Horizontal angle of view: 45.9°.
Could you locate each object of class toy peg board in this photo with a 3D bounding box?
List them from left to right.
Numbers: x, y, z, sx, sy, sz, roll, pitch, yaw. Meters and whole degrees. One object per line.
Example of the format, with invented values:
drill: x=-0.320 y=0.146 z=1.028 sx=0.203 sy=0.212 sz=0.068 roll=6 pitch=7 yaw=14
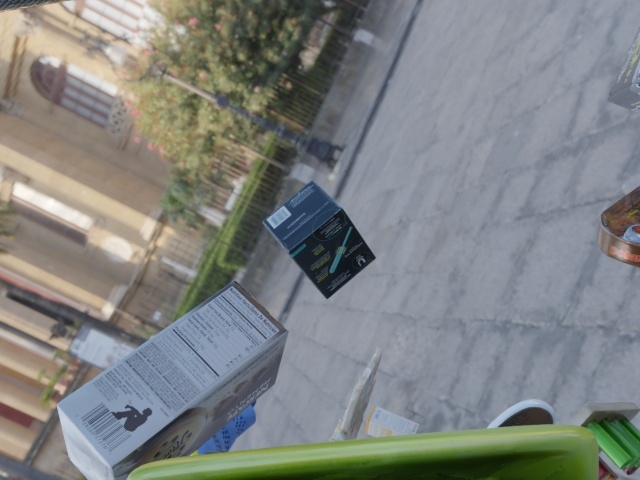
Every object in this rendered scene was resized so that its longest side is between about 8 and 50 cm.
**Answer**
toy peg board: x=0.367 y=0.302 z=1.017 sx=0.160 sy=0.161 sz=0.079 roll=-56 pitch=49 yaw=20

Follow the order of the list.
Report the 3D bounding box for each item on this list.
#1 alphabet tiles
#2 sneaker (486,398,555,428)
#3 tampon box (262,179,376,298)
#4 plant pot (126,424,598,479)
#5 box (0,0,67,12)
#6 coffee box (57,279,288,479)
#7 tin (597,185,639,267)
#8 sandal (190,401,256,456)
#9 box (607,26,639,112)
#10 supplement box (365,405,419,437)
alphabet tiles: x=0.027 y=0.297 z=1.075 sx=0.284 sy=0.021 sz=0.277 roll=-39 pitch=-33 yaw=-69
sneaker: x=0.347 y=0.377 z=1.436 sx=0.290 sy=0.106 sz=0.123 roll=-64 pitch=-1 yaw=35
tampon box: x=0.000 y=0.000 z=1.336 sx=0.120 sy=0.161 sz=0.101 roll=-39 pitch=46 yaw=-3
plant pot: x=0.026 y=0.197 z=0.270 sx=0.207 sy=0.227 sz=0.228 roll=-101 pitch=7 yaw=-71
box: x=-0.366 y=-0.380 z=0.719 sx=0.183 sy=0.296 sz=0.294 roll=-12 pitch=12 yaw=46
coffee box: x=-0.196 y=0.211 z=1.044 sx=0.297 sy=0.119 sz=0.168 roll=-36 pitch=-24 yaw=-33
tin: x=0.391 y=-0.019 z=0.859 sx=0.190 sy=0.106 sz=0.040 roll=-26 pitch=-57 yaw=-37
sandal: x=-0.180 y=0.314 z=1.349 sx=0.317 sy=0.138 sz=0.126 roll=-101 pitch=13 yaw=-68
box: x=0.485 y=-0.343 z=0.907 sx=0.318 sy=0.097 sz=0.394 roll=-34 pitch=-33 yaw=-74
supplement box: x=0.143 y=0.377 z=1.514 sx=0.062 sy=0.098 sz=0.036 roll=93 pitch=-157 yaw=-49
